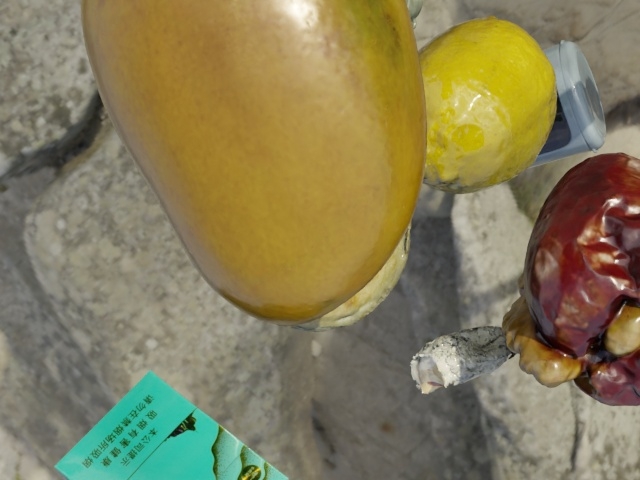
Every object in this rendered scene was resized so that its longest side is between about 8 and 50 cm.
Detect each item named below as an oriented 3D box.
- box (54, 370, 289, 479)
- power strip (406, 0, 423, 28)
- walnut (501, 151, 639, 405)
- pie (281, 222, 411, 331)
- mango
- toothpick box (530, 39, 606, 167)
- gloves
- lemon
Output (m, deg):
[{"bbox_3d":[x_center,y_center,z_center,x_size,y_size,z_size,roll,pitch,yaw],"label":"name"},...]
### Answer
[{"bbox_3d":[-0.170,0.274,1.072,0.226,0.161,0.042,33,154,24],"label":"box"},{"bbox_3d":[0.074,-0.427,1.295,0.080,0.048,0.286,-18,89,41],"label":"power strip"},{"bbox_3d":[0.318,0.047,1.051,0.222,0.269,0.244,39,126,-13],"label":"walnut"},{"bbox_3d":[0.000,0.000,1.195,0.055,0.274,0.274,39,149,57],"label":"pie"},{"bbox_3d":[-0.056,-0.140,0.854,0.300,0.232,0.445,-12,93,15],"label":"mango"},{"bbox_3d":[0.418,-0.265,2.023,0.355,0.263,0.263,-16,113,26],"label":"toothpick box"},{"bbox_3d":[0.201,0.152,1.256,0.114,0.153,0.070,-39,67,61],"label":"gloves"},{"bbox_3d":[0.253,-0.215,1.542,0.285,0.316,0.285,6,157,3],"label":"lemon"}]
